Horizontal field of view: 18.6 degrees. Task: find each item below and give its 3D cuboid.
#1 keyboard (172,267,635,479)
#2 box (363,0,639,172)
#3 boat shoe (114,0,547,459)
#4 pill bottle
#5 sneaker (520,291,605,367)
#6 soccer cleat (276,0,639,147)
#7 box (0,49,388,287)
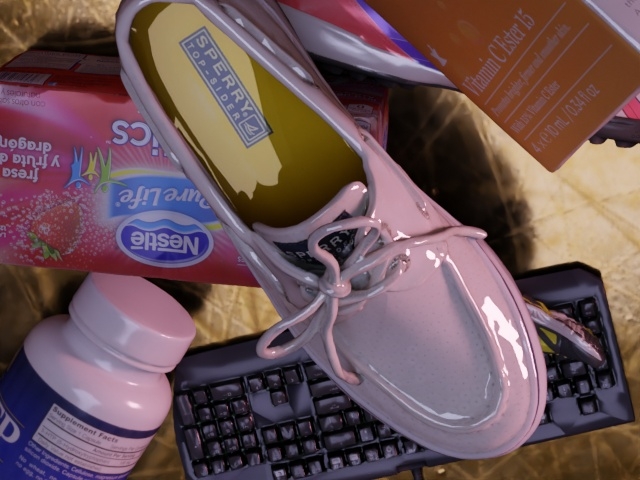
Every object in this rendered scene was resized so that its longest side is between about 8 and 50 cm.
[{"bbox_3d":[0.061,0.145,1.371,0.317,0.033,0.202,-13,104,10],"label":"keyboard"},{"bbox_3d":[0.085,-0.234,1.114,0.345,0.215,0.168,43,75,3],"label":"box"},{"bbox_3d":[0.006,-0.006,1.133,0.136,0.156,0.367,-32,100,13],"label":"boat shoe"},{"bbox_3d":[-0.167,0.116,1.341,0.112,0.112,0.187,32,105,-4],"label":"pill bottle"},{"bbox_3d":[0.152,0.065,1.319,0.083,0.031,0.035,32,107,9],"label":"sneaker"},{"bbox_3d":[0.121,-0.140,1.249,0.318,0.108,0.116,16,103,3],"label":"soccer cleat"},{"bbox_3d":[-0.087,-0.047,1.279,0.256,0.128,0.123,5,106,3],"label":"box"}]
